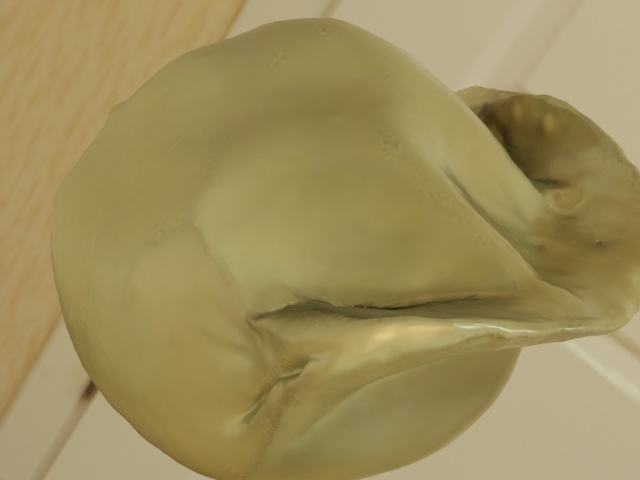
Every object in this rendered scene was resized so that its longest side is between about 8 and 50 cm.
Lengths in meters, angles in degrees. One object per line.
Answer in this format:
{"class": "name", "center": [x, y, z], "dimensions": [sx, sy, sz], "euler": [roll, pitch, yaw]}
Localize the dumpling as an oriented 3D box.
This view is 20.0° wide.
{"class": "dumpling", "center": [0.000, 0.000, 0.566], "dimensions": [0.162, 0.132, 0.250], "euler": [-22, 21, -22]}
